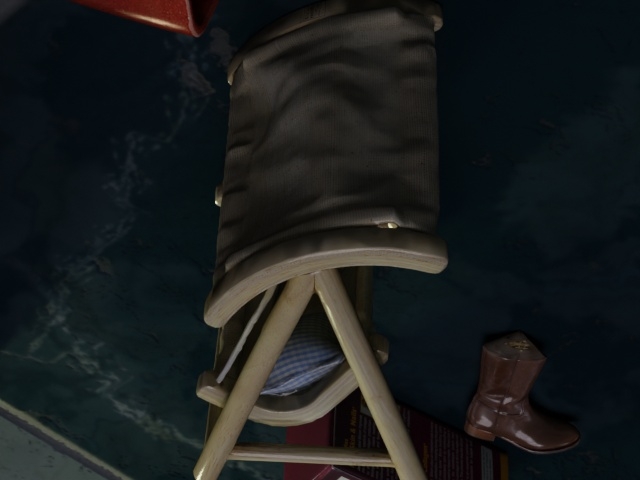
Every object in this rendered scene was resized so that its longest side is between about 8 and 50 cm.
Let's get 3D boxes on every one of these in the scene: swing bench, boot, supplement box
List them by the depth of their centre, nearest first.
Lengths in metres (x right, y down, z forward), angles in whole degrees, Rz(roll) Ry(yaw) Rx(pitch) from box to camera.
[{"bbox_3d":[0.000,0.000,1.319,0.165,0.253,0.255,2,134,1],"label":"swing bench"},{"bbox_3d":[0.180,0.127,1.593,0.106,0.037,0.114,6,130,-6],"label":"boot"},{"bbox_3d":[0.066,0.208,1.627,0.188,0.104,0.081,27,130,-21],"label":"supplement box"}]

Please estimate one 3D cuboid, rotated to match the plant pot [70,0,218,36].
[{"bbox_3d":[-0.156,-0.304,1.040,0.235,0.267,0.267,7,136,13],"label":"plant pot"}]
